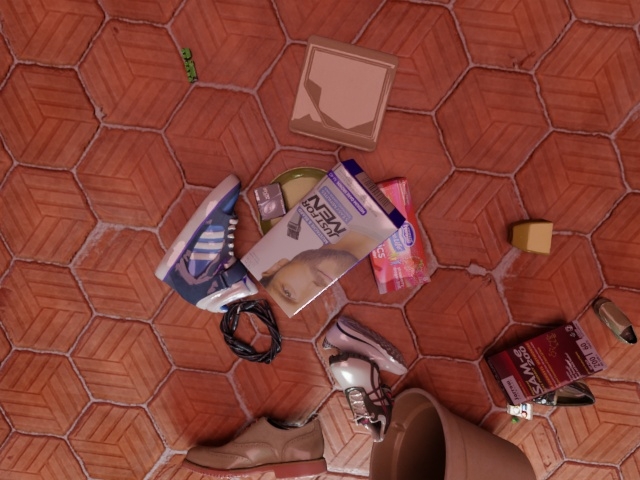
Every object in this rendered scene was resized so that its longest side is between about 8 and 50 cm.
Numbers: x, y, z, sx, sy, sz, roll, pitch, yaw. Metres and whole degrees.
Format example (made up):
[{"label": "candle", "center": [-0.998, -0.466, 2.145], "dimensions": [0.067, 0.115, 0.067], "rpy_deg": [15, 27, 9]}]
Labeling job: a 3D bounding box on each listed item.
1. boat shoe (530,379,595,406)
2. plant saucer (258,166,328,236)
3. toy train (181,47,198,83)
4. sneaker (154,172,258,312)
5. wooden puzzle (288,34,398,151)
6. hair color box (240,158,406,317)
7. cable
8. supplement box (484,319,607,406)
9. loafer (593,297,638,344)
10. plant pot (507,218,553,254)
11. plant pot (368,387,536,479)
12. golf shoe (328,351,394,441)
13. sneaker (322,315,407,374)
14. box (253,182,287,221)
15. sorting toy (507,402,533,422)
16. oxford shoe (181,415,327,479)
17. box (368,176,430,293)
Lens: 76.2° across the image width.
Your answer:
[{"label": "boat shoe", "center": [0.600, 0.394, 1.069], "dimensions": [0.223, 0.073, 0.080], "rpy_deg": [3, 102, 1]}, {"label": "plant saucer", "center": [-0.035, -0.064, 1.031], "dimensions": [0.240, 0.037, 0.241], "rpy_deg": [0, 99, 2]}, {"label": "toy train", "center": [-0.318, -0.425, 0.991], "dimensions": [0.023, 0.017, 0.084], "rpy_deg": [-14, 98, -7]}, {"label": "sneaker", "center": [-0.228, 0.026, 1.015], "dimensions": [0.236, 0.130, 0.323], "rpy_deg": [36, 93, -14]}, {"label": "wooden puzzle", "center": [0.054, -0.352, 0.986], "dimensions": [0.220, 0.044, 0.239], "rpy_deg": [14, 94, -1]}, {"label": "hair color box", "center": [0.000, 0.000, 0.918], "dimensions": [0.339, 0.110, 0.185], "rpy_deg": [-42, 87, 26]}, {"label": "cable", "center": [-0.182, 0.249, 1.077], "dimensions": [0.150, 0.047, 0.185], "rpy_deg": [-19, 99, 4]}, {"label": "supplement box", "center": [0.562, 0.310, 1.034], "dimensions": [0.239, 0.073, 0.130], "rpy_deg": [-26, 67, 5]}, {"label": "loafer", "center": [0.767, 0.208, 1.050], "dimensions": [0.056, 0.050, 0.148], "rpy_deg": [-43, 96, 7]}, {"label": "plant pot", "center": [0.513, -0.012, 1.008], "dimensions": [0.083, 0.081, 0.081], "rpy_deg": [3, 99, 11]}, {"label": "plant pot", "center": [0.333, 0.577, 1.003], "dimensions": [0.305, 0.334, 0.334], "rpy_deg": [23, 99, -13]}, {"label": "golf shoe", "center": [0.108, 0.381, 1.006], "dimensions": [0.105, 0.120, 0.273], "rpy_deg": [-21, 122, 26]}, {"label": "sneaker", "center": [0.118, 0.288, 1.053], "dimensions": [0.235, 0.090, 0.095], "rpy_deg": [33, 99, -9]}, {"label": "box", "center": [-0.122, -0.094, 1.000], "dimensions": [0.067, 0.018, 0.084], "rpy_deg": [-12, 98, 3]}, {"label": "sorting toy", "center": [0.537, 0.465, 1.098], "dimensions": [0.061, 0.012, 0.083], "rpy_deg": [2, 117, 30]}, {"label": "oxford shoe", "center": [-0.178, 0.556, 1.105], "dimensions": [0.396, 0.140, 0.147], "rpy_deg": [-5, 68, 7]}, {"label": "box", "center": [0.168, -0.017, 0.990], "dimensions": [0.128, 0.122, 0.257], "rpy_deg": [-14, 98, 4]}]
